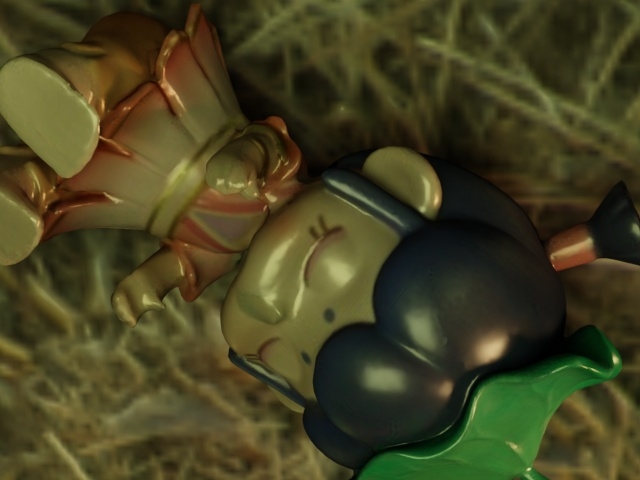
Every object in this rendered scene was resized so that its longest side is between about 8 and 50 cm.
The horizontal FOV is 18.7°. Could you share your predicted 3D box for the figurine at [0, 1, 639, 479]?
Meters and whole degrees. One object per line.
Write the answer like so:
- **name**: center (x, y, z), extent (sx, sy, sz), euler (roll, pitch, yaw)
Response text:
- **figurine**: center (0.000, 0.000, 0.564), extent (0.195, 0.102, 0.111), euler (37, 126, -2)
